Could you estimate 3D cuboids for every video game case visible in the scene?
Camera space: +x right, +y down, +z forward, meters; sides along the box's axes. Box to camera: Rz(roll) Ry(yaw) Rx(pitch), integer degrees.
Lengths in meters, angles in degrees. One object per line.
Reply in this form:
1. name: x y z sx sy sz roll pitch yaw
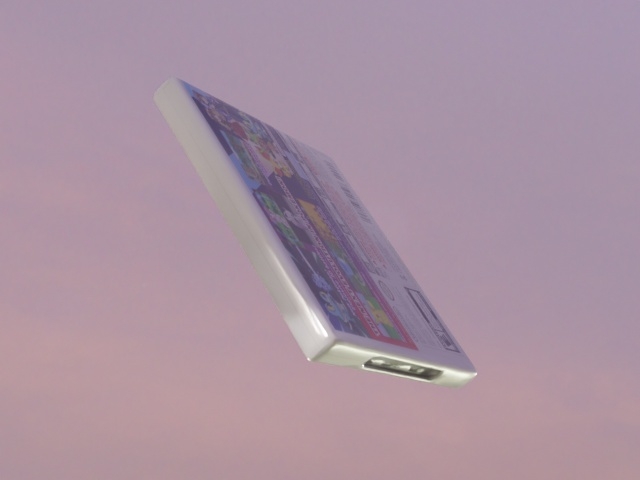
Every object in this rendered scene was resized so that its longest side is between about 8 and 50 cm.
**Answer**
1. video game case: 0.000 0.000 0.644 0.023 0.201 0.183 -42 -30 17
